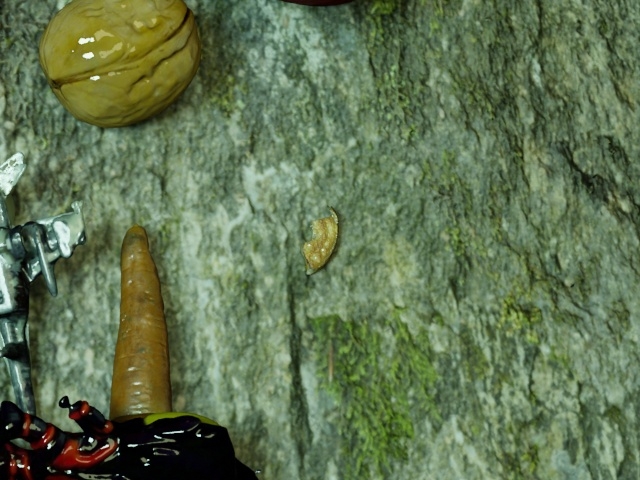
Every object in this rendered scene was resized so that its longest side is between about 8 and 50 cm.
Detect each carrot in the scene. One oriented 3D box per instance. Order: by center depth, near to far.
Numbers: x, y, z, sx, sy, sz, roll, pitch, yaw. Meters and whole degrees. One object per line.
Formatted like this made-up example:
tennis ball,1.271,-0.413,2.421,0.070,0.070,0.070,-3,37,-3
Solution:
carrot,-0.178,0.079,1.307,0.061,0.061,0.209,5,64,-21

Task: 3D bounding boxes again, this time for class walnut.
walnut,-0.202,-0.191,1.359,0.144,0.144,0.180,45,57,-1

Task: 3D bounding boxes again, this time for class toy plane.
toy plane,-0.301,0.052,1.246,0.192,0.088,0.262,-14,77,1

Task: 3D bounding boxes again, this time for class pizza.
pizza,0.000,0.000,1.433,0.037,0.016,0.083,26,66,-13

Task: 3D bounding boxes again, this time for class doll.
doll,-0.175,0.199,1.223,0.249,0.127,0.088,9,65,-10

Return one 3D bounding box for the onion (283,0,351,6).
onion,0.015,-0.425,1.427,0.341,0.341,0.341,8,67,-20
